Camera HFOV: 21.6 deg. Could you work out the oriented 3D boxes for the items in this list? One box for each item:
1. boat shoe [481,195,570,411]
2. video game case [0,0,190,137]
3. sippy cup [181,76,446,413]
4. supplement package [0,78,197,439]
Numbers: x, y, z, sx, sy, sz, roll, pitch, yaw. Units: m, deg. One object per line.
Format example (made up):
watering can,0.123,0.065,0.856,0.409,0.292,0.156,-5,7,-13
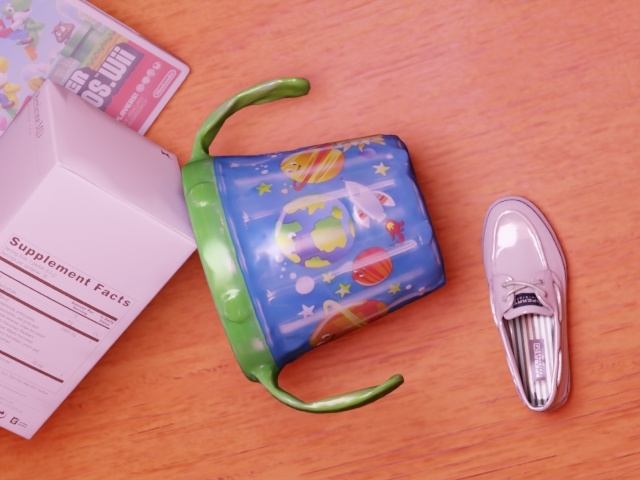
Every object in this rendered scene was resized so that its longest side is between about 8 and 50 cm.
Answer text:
boat shoe,0.216,0.064,1.711,0.083,0.076,0.226,-15,89,12
video game case,-0.295,-0.160,1.728,0.204,0.285,0.025,-53,42,9
sippy cup,0.000,0.000,1.691,0.224,0.240,0.305,-18,113,1
supplement package,-0.287,0.020,1.709,0.175,0.177,0.293,31,111,-29
